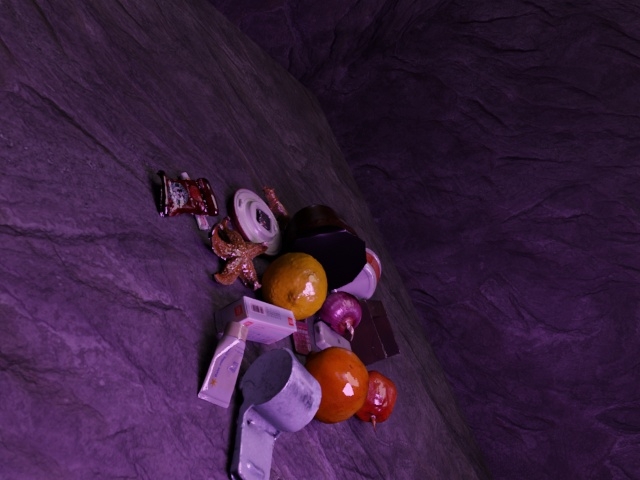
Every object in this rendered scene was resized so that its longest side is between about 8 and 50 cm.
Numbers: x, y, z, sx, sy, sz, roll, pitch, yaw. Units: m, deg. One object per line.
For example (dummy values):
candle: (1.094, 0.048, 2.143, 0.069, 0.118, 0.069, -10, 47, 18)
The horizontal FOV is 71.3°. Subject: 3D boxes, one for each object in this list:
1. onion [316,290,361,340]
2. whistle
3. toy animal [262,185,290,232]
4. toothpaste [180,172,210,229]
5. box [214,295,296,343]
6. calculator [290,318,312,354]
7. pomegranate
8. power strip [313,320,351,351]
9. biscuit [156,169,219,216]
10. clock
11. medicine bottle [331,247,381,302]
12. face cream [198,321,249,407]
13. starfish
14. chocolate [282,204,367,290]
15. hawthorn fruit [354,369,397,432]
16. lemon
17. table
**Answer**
onion: (0.093, 0.315, 1.993, 0.207, 0.200, 0.201, 36, 27, -15)
whistle: (-0.152, 0.498, 1.294, 0.168, 0.188, 0.405, 54, 54, -31)
toy animal: (-0.206, -0.136, 2.039, 0.241, 0.099, 0.057, 54, 22, -17)
toothpaste: (-0.446, -0.138, 1.574, 0.052, 0.033, 0.218, -12, 77, -60)
box: (-0.207, 0.268, 1.461, 0.269, 0.135, 0.079, 30, 37, -52)
calculator: (-0.085, 0.360, 1.773, 0.126, 0.034, 0.191, 32, 41, -55)
pomegranate: (0.038, 0.500, 1.568, 0.264, 0.264, 0.264, 49, 23, -30)
power strip: (0.060, 0.457, 1.969, 0.270, 0.046, 0.118, 43, 24, -37)
biscuit: (-0.454, -0.151, 1.500, 0.235, 0.063, 0.151, -2, 70, -60)
clock: (-0.259, -0.076, 1.864, 0.318, 0.080, 0.319, 48, 23, -29)
medicine bottle: (0.179, 0.179, 2.320, 0.253, 0.252, 0.241, 59, 20, -5)
face cream: (-0.265, 0.348, 1.265, 0.114, 0.070, 0.224, 43, 49, -40)
starfish: (-0.302, 0.035, 1.581, 0.303, 0.113, 0.312, 39, 33, -47)
chocolate: (0.000, 0.000, 1.992, 0.383, 0.383, 0.331, 44, 23, -38)
hawthorn fruit: (0.212, 0.679, 1.850, 0.207, 0.207, 0.243, 48, 28, -31)
lemon: (-0.097, 0.168, 1.678, 0.254, 0.253, 0.310, 55, -2, -16)
table: (0.226, 0.454, 2.171, 0.250, 0.196, 0.282, 16, 51, -64)
